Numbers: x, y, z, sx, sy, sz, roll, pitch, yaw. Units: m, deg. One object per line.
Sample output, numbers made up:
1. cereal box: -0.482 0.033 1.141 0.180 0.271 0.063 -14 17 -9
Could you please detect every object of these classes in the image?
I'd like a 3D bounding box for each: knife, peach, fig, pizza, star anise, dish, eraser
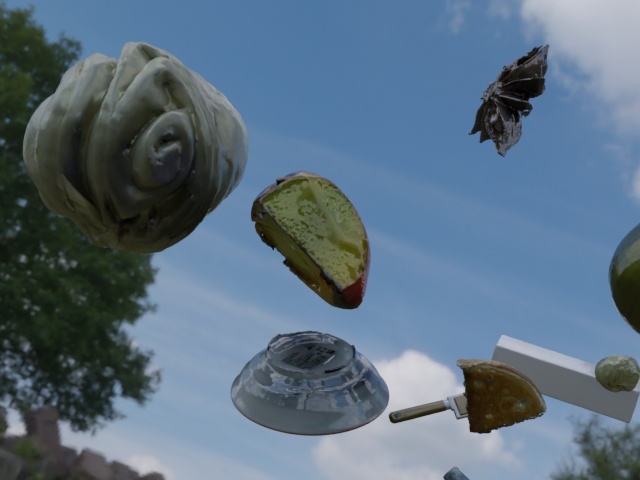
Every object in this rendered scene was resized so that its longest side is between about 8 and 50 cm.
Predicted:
1. knife: 0.248 0.303 1.668 0.256 0.046 0.022 -11 -35 -12
2. peach: 0.003 -0.006 1.650 0.267 0.154 0.159 46 -15 -6
3. fig: 0.901 0.078 2.316 0.344 0.343 0.343 15 -25 7
4. pizza: 0.284 0.259 1.504 0.178 0.130 0.041 17 21 -11
5. star anise: 0.207 -0.145 1.026 0.056 0.129 0.124 28 -36 -19
6. dish: -0.016 0.212 1.498 0.260 0.260 0.085 9 -68 20
7. eraser: 0.504 0.285 1.912 0.298 0.076 0.078 18 16 15

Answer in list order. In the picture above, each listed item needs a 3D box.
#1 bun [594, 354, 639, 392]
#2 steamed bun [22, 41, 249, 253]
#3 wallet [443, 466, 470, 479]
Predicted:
1. bun: 0.550 0.250 1.697 0.086 0.054 0.086 0 -44 0
2. steamed bun: -0.299 -0.132 1.529 0.352 0.339 0.247 36 9 -35
3. wallet: 0.236 0.385 1.263 0.167 0.036 0.222 48 -5 22
